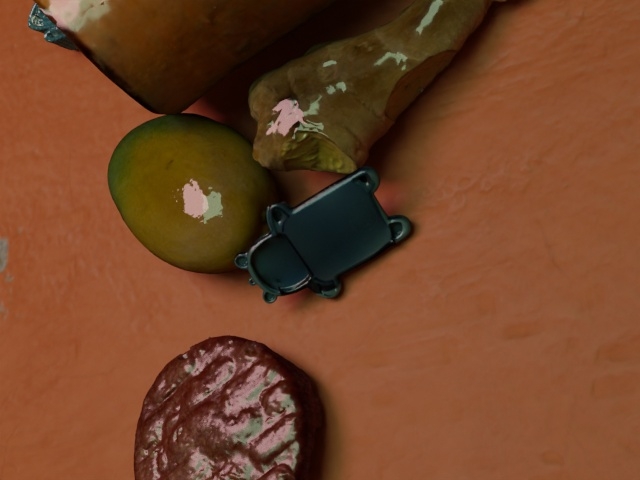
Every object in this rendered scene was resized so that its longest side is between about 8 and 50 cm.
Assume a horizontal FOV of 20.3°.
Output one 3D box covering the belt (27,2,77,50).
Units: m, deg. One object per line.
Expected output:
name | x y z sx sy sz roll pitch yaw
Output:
belt | -0.193 -0.228 1.653 0.179 0.065 0.100 -5 81 31

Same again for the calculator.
calculator | 0.000 0.000 1.445 0.141 0.019 0.094 -31 104 12

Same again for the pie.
pie | -0.079 0.164 1.452 0.182 0.049 0.182 -13 66 30

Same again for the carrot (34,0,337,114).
carrot | -0.070 -0.267 1.475 0.340 0.224 0.224 -43 56 5

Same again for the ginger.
ginger | 0.056 -0.165 1.462 0.294 0.086 0.131 -46 46 2

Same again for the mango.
mango | -0.114 -0.043 1.526 0.194 0.092 0.130 19 87 45
